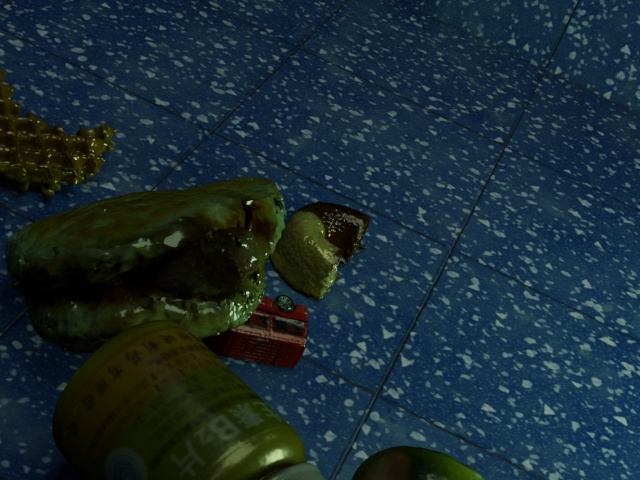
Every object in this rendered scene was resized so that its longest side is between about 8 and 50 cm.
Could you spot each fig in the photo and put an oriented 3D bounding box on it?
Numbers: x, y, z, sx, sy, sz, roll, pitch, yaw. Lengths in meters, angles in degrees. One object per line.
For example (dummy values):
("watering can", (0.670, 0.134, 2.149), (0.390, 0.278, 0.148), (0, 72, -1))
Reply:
("fig", (0.110, 0.402, 1.661), (0.206, 0.206, 0.275), (18, 60, -8))

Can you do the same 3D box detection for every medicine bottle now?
("medicine bottle", (-0.129, 0.290, 1.607), (0.384, 0.224, 0.224), (41, 36, 26))

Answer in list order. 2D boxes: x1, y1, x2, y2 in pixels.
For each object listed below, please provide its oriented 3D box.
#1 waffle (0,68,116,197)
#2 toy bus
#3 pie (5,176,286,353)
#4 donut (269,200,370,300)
("waffle", (-0.500, -0.170, 2.212), (0.293, 0.069, 0.260), (28, 34, 3))
("toy bus", (-0.118, 0.127, 1.996), (0.195, 0.081, 0.089), (13, 43, -17))
("pie", (-0.243, 0.019, 1.908), (0.395, 0.181, 0.418), (-8, 16, 4))
("donut", (-0.001, 0.002, 2.245), (0.141, 0.085, 0.217), (26, 34, 4))
